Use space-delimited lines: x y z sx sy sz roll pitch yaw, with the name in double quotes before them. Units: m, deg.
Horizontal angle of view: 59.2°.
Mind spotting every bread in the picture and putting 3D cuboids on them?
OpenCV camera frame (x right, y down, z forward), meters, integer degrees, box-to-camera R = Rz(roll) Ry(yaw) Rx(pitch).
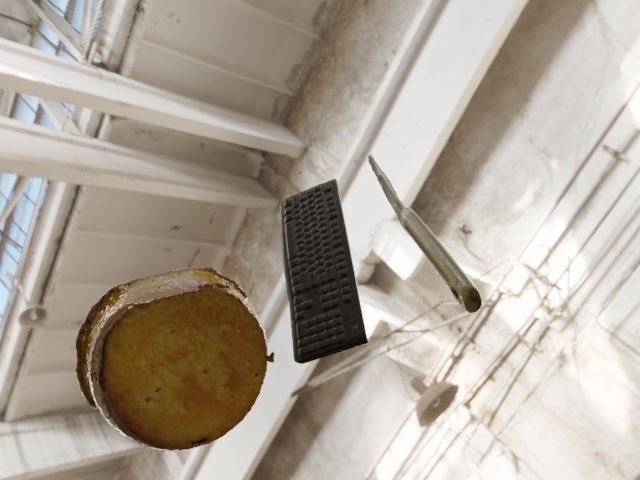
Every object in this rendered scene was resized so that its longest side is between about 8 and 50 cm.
"bread" -0.303 0.249 1.178 0.398 0.215 0.397 0 -89 -22

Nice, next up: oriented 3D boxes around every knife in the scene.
"knife" 0.084 -0.021 0.546 0.017 0.298 0.047 -27 -55 2

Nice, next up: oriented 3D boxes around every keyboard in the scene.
"keyboard" -0.006 -0.009 0.769 0.104 0.381 0.041 -21 -50 13
